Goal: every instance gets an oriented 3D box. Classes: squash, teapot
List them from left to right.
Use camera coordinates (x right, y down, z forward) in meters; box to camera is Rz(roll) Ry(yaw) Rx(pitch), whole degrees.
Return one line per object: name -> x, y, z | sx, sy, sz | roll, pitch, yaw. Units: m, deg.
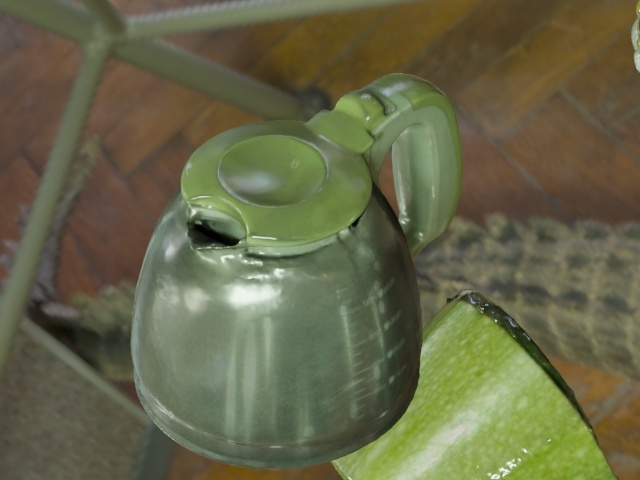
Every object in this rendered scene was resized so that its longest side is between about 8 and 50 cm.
teapot -> -0.009, -0.001, 0.514 | 0.092, 0.091, 0.124 | 10, 42, 9
squash -> 0.087, 0.127, 0.907 | 0.123, 0.170, 0.170 | -39, 45, -8

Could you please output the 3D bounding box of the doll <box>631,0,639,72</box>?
doll -> 0.329, -0.156, 1.468 | 0.096, 0.188, 0.145 | -10, 12, 27
